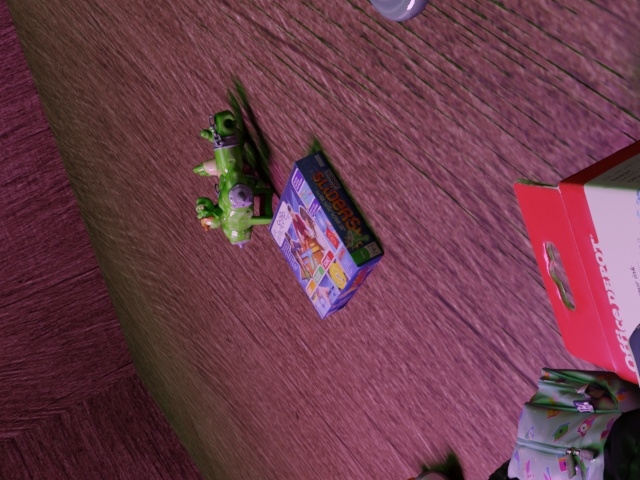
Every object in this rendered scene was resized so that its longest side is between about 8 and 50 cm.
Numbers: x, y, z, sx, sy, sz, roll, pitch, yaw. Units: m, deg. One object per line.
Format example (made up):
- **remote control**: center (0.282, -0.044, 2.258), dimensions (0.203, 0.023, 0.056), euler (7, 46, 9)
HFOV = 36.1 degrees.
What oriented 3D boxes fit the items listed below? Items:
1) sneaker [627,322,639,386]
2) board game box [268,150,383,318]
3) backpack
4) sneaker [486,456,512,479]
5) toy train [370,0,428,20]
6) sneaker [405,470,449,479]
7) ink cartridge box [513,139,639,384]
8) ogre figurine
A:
- **sneaker**: center (0.210, 0.109, 0.464), dimensions (0.192, 0.064, 0.086), euler (60, 168, -1)
- **board game box**: center (0.000, 0.000, 1.124), dimensions (0.136, 0.035, 0.201), euler (59, 160, 11)
- **backpack**: center (0.204, 0.144, 0.639), dimensions (0.152, 0.115, 0.182), euler (24, 171, -15)
- **sneaker**: center (0.251, 0.287, 0.727), dimensions (0.182, 0.158, 0.410), euler (52, 171, -24)
- **toy train**: center (0.091, -0.229, 0.458), dimensions (0.334, 0.142, 0.190), euler (164, 90, -70)
- **sneaker**: center (0.115, 0.322, 1.184), dimensions (0.083, 0.084, 0.215), euler (57, 162, 31)
- **ink cartridge box**: center (0.215, 0.018, 0.527), dimensions (0.231, 0.078, 0.134), euler (17, 131, 63)
- **ogre figurine**: center (-0.111, -0.070, 1.244), dimensions (0.197, 0.097, 0.118), euler (-50, 49, 53)
